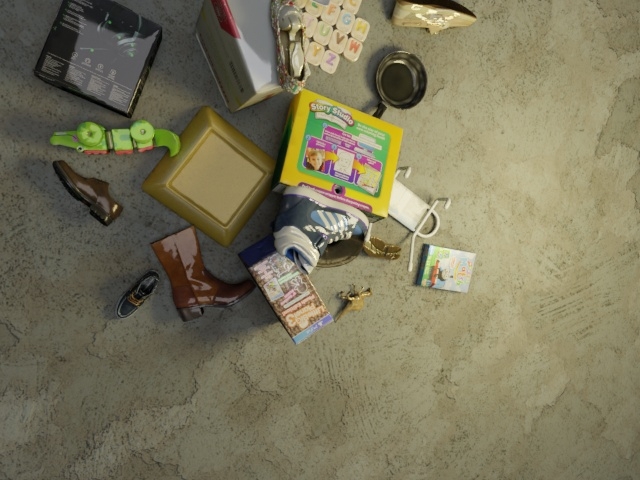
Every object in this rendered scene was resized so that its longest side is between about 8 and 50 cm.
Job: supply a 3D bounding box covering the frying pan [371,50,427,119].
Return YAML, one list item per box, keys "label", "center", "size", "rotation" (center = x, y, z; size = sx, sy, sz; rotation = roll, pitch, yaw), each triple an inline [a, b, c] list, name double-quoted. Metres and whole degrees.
- label: "frying pan"
  center: [0.261, -0.487, 1.640]
  size: [0.198, 0.053, 0.325]
  rotation: [14, 94, -20]

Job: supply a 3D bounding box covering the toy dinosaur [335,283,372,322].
- label: "toy dinosaur"
  center: [0.114, 0.220, 1.704]
  size: [0.183, 0.053, 0.092]
  rotation: [-39, 109, -9]

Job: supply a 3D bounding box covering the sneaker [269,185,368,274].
- label: "sneaker"
  center: [0.000, 0.000, 1.393]
  size: [0.323, 0.130, 0.236]
  rotation: [22, 68, -36]

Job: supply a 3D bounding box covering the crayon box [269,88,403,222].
- label: "crayon box"
  center: [0.057, -0.258, 1.483]
  size: [0.363, 0.106, 0.312]
  rotation: [17, 75, -20]

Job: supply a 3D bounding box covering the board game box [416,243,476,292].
- label: "board game box"
  center: [0.483, 0.108, 1.816]
  size: [0.212, 0.039, 0.160]
  rotation: [9, 95, -20]

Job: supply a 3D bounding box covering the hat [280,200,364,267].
- label: "hat"
  center: [-0.014, -0.049, 1.561]
  size: [0.332, 0.134, 0.330]
  rotation: [10, 71, -32]

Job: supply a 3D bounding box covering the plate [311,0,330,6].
- label: "plate"
  center: [-0.080, -0.887, 1.457]
  size: [0.278, 0.045, 0.276]
  rotation: [11, 87, -19]

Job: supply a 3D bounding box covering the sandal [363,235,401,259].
- label: "sandal"
  center: [0.216, 0.028, 1.714]
  size: [0.180, 0.049, 0.072]
  rotation: [15, 99, -34]

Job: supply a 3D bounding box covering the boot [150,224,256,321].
- label: "boot"
  center: [-0.369, 0.086, 1.522]
  size: [0.264, 0.096, 0.280]
  rotation: [-19, 97, -7]

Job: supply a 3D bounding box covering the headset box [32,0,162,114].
- label: "headset box"
  center: [-0.598, -0.522, 1.308]
  size: [0.247, 0.131, 0.282]
  rotation: [21, 92, -20]

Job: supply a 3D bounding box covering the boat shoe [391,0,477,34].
- label: "boat shoe"
  center: [0.387, -0.765, 1.623]
  size: [0.303, 0.109, 0.098]
  rotation: [-1, 138, -19]

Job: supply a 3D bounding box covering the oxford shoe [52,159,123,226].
- label: "oxford shoe"
  center: [-0.673, -0.152, 1.379]
  size: [0.227, 0.083, 0.096]
  rotation: [49, 64, -19]

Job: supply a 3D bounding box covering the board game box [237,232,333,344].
- label: "board game box"
  center: [-0.117, 0.146, 1.520]
  size: [0.141, 0.232, 0.290]
  rotation: [-32, 107, -10]

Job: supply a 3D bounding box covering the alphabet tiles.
- label: "alphabet tiles"
  center: [0.019, -0.706, 1.543]
  size: [0.284, 0.021, 0.277]
  rotation: [21, 91, -20]

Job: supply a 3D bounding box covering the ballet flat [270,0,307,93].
- label: "ballet flat"
  center: [-0.064, -0.472, 1.118]
  size: [0.091, 0.077, 0.240]
  rotation: [-11, 100, -20]

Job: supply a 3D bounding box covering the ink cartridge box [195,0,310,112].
- label: "ink cartridge box"
  center: [-0.201, -0.531, 1.306]
  size: [0.161, 0.385, 0.279]
  rotation: [-26, 106, -16]

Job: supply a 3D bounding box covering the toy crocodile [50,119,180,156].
- label: "toy crocodile"
  center: [-0.580, -0.286, 1.359]
  size: [0.341, 0.115, 0.105]
  rotation: [-6, 101, -18]

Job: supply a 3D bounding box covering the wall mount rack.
- label: "wall mount rack"
  center: [0.291, -0.079, 1.673]
  size: [0.350, 0.130, 0.304]
  rotation: [34, 86, -20]

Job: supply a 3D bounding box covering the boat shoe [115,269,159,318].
- label: "boat shoe"
  center: [-0.565, 0.171, 1.453]
  size: [0.065, 0.083, 0.183]
  rotation: [39, 85, -20]

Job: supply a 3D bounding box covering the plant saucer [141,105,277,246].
- label: "plant saucer"
  center: [-0.321, -0.193, 1.480]
  size: [0.333, 0.081, 0.332]
  rotation: [37, 85, -20]
